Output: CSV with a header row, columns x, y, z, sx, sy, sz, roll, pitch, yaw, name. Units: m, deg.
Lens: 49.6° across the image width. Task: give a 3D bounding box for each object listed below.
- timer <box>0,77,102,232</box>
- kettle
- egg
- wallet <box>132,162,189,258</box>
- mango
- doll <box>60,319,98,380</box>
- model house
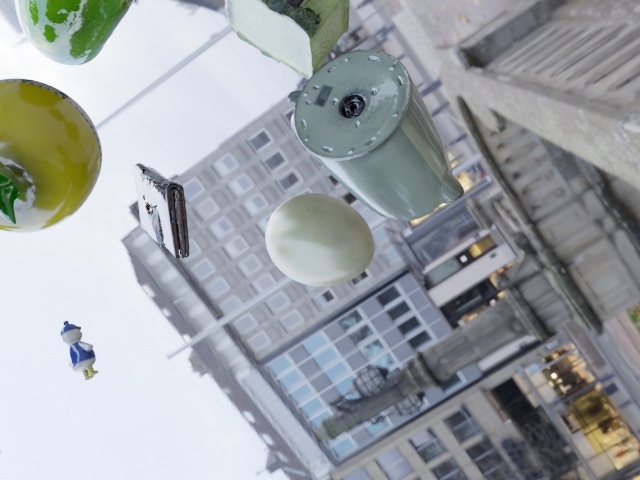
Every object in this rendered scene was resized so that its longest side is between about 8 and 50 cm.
x,y,z,sx,sy,sz,roll,pitch,yaw,name
-0.513,-0.119,1.156,0.285,0.285,0.285,53,-170,-14,timer
0.069,-0.143,1.006,0.241,0.165,0.255,18,170,31,kettle
0.000,0.000,1.411,0.254,0.188,0.188,15,158,41,egg
-0.269,-0.054,1.151,0.230,0.042,0.124,24,121,57,wallet
-0.449,-0.474,1.286,0.201,0.225,0.382,43,144,9,mango
-0.532,0.237,1.516,0.058,0.099,0.142,-10,-117,-53,doll
-0.051,-0.462,1.322,0.214,0.189,0.195,33,165,15,model house
